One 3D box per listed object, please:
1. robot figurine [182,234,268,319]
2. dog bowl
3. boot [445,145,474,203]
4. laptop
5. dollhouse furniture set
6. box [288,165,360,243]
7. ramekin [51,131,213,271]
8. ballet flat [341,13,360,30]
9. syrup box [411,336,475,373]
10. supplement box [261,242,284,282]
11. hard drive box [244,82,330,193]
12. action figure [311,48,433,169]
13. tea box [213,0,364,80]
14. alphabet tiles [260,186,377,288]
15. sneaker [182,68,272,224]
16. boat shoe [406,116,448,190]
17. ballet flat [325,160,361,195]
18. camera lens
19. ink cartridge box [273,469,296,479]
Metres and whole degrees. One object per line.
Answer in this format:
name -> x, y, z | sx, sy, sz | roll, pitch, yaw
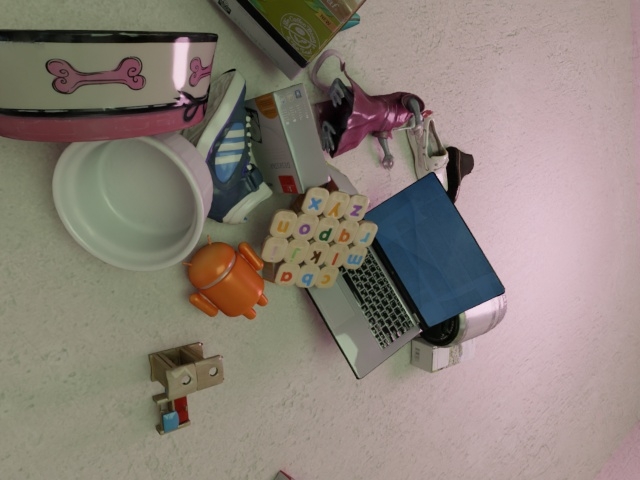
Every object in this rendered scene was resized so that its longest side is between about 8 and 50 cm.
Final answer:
robot figurine -> -0.218, 0.090, 1.092 | 0.158, 0.128, 0.219 | -29, 121, 18
dog bowl -> -0.374, -0.272, 0.784 | 0.407, 0.407, 0.151 | -16, 118, -34
boot -> 0.484, -0.216, 1.607 | 0.136, 0.076, 0.198 | 2, 96, -42
laptop -> 0.201, 0.091, 1.250 | 0.407, 0.236, 0.382 | -28, 86, -30
dollhouse furniture set -> -0.300, 0.347, 1.060 | 0.128, 0.129, 0.184 | -8, 99, -35
box -> 0.010, -0.085, 1.193 | 0.090, 0.130, 0.171 | 20, 117, -36
ramekin -> -0.343, -0.091, 0.898 | 0.276, 0.135, 0.278 | 2, 117, 4
ballet flat -> 0.004, -0.571, 1.204 | 0.247, 0.083, 0.087 | -34, 106, -29
syrup box -> 0.431, 0.376, 1.622 | 0.236, 0.096, 0.093 | -6, 101, -36
supplement box -> -0.121, 0.055, 1.198 | 0.036, 0.062, 0.099 | -6, 100, -35
hard drive box -> -0.088, -0.237, 1.114 | 0.089, 0.181, 0.232 | -29, 111, -30
action figure -> 0.154, -0.356, 1.307 | 0.369, 0.248, 0.276 | -17, 78, -33
tea box -> -0.061, -0.573, 0.957 | 0.329, 0.323, 0.220 | 42, 70, -14
alphabet tiles -> 0.000, 0.000, 1.146 | 0.283, 0.021, 0.278 | 6, 120, -28
sneaker -> -0.195, -0.197, 1.086 | 0.236, 0.130, 0.323 | 32, 73, -43
boat shoe -> 0.361, -0.262, 1.492 | 0.098, 0.096, 0.277 | -38, 116, -26
ballet flat -> 0.042, -0.160, 1.282 | 0.231, 0.077, 0.077 | 40, 70, -32
camera lens -> 0.453, 0.222, 1.542 | 0.274, 0.219, 0.220 | -8, 101, -35
ink cartridge box -> -0.054, 0.720, 1.299 | 0.150, 0.109, 0.063 | 48, 65, -30
